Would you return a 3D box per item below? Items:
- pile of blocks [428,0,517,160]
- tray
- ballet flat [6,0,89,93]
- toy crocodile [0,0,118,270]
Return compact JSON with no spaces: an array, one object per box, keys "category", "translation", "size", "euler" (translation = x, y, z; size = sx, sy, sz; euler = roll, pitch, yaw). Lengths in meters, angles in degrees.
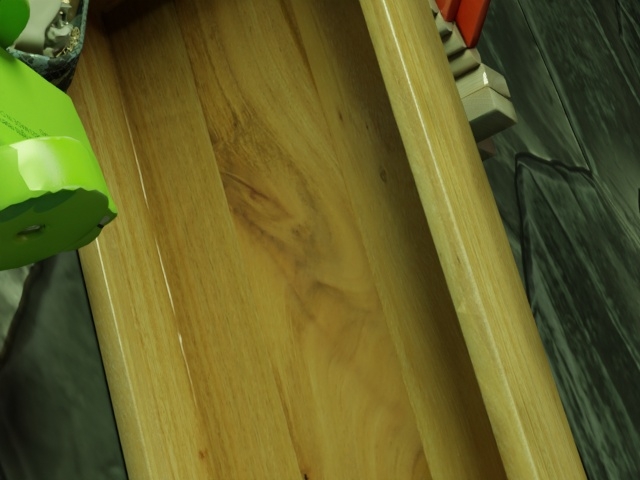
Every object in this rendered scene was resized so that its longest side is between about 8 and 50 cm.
[{"category":"pile of blocks","translation":[0.053,-0.212,1.294],"size":[0.362,0.112,0.149],"euler":[50,28,-28]},{"category":"tray","translation":[-0.015,0.003,0.844],"size":[0.076,0.202,0.411],"euler":[23,47,-57]},{"category":"ballet flat","translation":[-0.138,-0.157,0.863],"size":[0.070,0.070,0.188],"euler":[26,58,-53]},{"category":"toy crocodile","translation":[-0.160,-0.049,0.585],"size":[0.115,0.105,0.340],"euler":[65,9,12]}]
